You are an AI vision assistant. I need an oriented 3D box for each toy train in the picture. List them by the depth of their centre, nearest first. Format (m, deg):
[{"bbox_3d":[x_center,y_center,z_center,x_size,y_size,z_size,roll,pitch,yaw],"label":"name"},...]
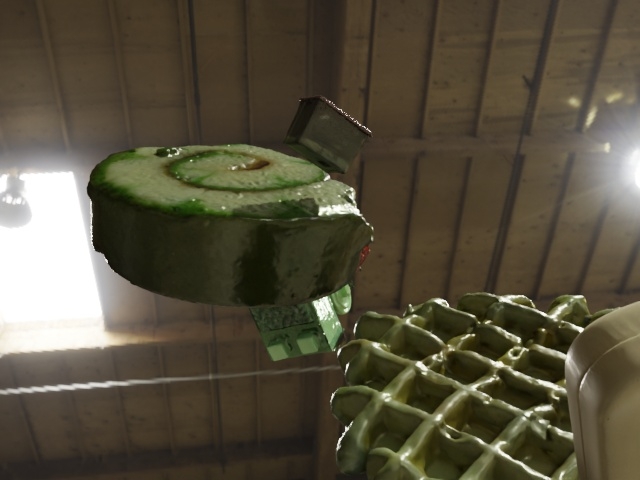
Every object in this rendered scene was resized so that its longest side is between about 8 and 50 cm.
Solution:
[{"bbox_3d":[-0.050,0.079,1.291,0.159,0.188,0.271,-13,-69,24],"label":"toy train"}]

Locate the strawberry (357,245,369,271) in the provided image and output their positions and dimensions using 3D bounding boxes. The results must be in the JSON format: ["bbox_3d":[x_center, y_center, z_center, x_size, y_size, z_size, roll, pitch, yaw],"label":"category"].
[{"bbox_3d":[0.000,0.000,1.565,0.184,0.187,0.201,-34,-61,0],"label":"strawberry"}]

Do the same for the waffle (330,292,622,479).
[{"bbox_3d":[0.163,0.132,0.567,0.310,0.291,0.056,0,-62,-1],"label":"waffle"}]

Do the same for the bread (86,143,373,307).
[{"bbox_3d":[-0.113,-0.040,0.957,0.382,0.366,0.129,12,-69,16],"label":"bread"}]

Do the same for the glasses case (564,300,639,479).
[{"bbox_3d":[0.167,0.109,0.340,0.083,0.050,0.196,-16,-55,3],"label":"glasses case"}]

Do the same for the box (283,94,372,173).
[{"bbox_3d":[0.005,-0.123,0.844,0.085,0.060,0.063,33,-97,-27],"label":"box"}]
